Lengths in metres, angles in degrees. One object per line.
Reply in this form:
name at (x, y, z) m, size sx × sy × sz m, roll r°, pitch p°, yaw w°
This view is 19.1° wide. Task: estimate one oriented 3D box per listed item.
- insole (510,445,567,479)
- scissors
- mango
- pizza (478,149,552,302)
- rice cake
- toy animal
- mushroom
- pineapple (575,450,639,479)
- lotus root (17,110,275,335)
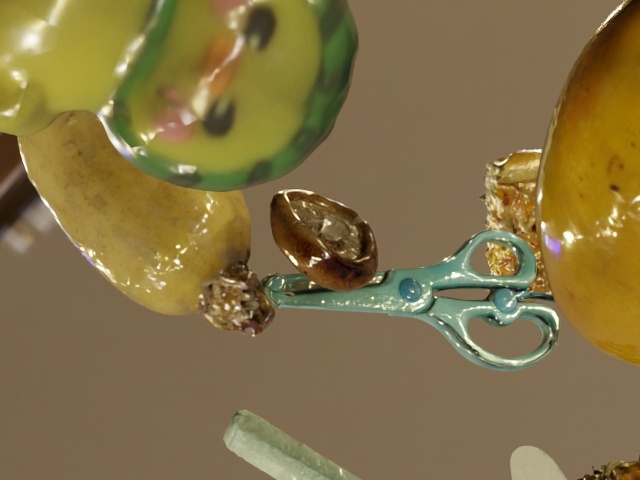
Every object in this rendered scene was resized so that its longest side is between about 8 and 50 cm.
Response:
insole at (0.243, 0.296, 1.918) m, size 0.065 × 0.197 × 0.004 m, roll -21°, pitch -175°, yaw 34°
scissors at (0.111, 0.070, 2.299) m, size 0.032 × 0.392 × 0.180 m, roll 132°, pitch -44°, yaw -61°
mango at (0.319, -0.045, 1.547) m, size 0.300 × 0.446 × 0.232 m, roll -24°, pitch -121°, yaw -12°
pizza at (0.315, 0.004, 2.509) m, size 0.226 × 0.335 × 0.086 m, roll -48°, pitch -142°, yaw 9°
rice cake at (-0.001, 0.192, 1.527) m, size 0.033 × 0.170 × 0.029 m, roll -64°, pitch 173°, yaw 33°
toy animal at (-0.138, -0.161, 1.249) m, size 0.191 × 0.338 × 0.216 m, roll -111°, pitch -135°, yaw -75°
mushroom at (0.000, 0.000, 1.772) m, size 0.052 × 0.123 × 0.123 m, roll -53°, pitch -165°, yaw 23°
pineapple at (0.325, 0.303, 2.104) m, size 0.335 × 0.161 × 0.158 m, roll 103°, pitch 0°, yaw -45°
lotus root at (-0.170, -0.038, 1.870) m, size 0.169 × 0.343 × 0.151 m, roll -43°, pitch 164°, yaw 18°
